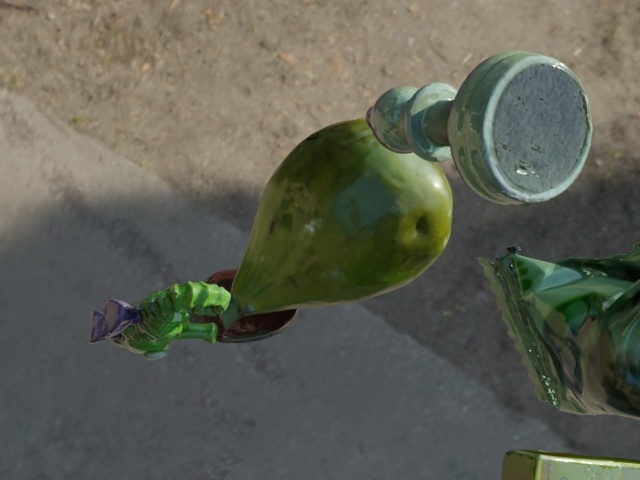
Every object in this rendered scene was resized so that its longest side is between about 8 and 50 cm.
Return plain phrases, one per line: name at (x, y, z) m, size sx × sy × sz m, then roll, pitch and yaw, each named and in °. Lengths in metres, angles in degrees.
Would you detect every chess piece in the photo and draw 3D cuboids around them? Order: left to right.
chess piece at (0.126, -0.115, 1.083) m, size 0.139 × 0.272 × 0.139 m, roll -5°, pitch 101°, yaw -29°

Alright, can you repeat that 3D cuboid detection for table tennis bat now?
table tennis bat at (-0.143, 0.089, 1.496) m, size 0.235 × 0.022 × 0.131 m, roll -5°, pitch 45°, yaw 5°

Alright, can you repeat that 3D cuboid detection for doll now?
doll at (-0.140, 0.071, 0.987) m, size 0.115 × 0.190 × 0.050 m, roll 0°, pitch 73°, yaw -22°

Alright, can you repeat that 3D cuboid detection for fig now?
fig at (0.006, -0.030, 1.401) m, size 0.314 × 0.233 × 0.233 m, roll -12°, pitch 70°, yaw -6°

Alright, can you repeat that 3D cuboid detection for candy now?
candy at (0.363, 0.134, 1.483) m, size 0.172 × 0.398 × 0.262 m, roll -20°, pitch 100°, yaw -27°

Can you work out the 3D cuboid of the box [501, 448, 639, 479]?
box at (0.257, 0.256, 0.845) m, size 0.311 × 0.043 × 0.172 m, roll 12°, pitch 82°, yaw -32°
